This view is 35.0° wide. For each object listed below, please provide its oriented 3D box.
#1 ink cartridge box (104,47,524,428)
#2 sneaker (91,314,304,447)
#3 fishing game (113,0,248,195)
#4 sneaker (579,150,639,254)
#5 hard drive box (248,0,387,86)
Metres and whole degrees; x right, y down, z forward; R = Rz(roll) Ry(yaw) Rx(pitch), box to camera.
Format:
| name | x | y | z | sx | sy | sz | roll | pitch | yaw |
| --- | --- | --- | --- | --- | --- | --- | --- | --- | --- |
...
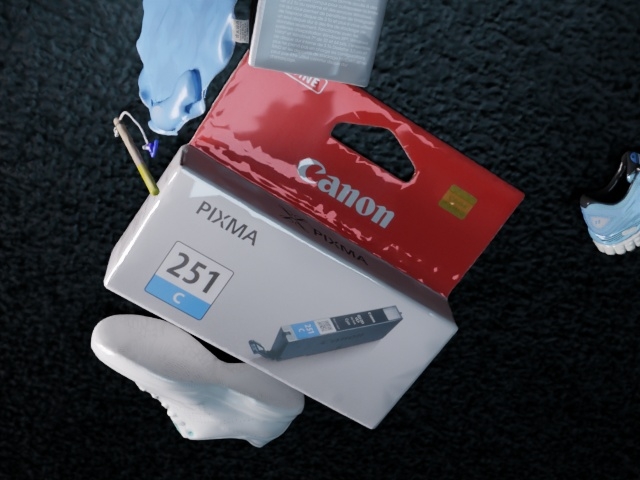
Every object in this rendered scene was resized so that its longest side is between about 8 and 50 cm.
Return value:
| name | x | y | z | sx | sy | sz | roll | pitch | yaw |
| --- | --- | --- | --- | --- | --- | --- | --- | --- | --- |
| ink cartridge box | 0.000 | 0.000 | 0.910 | 0.296 | 0.066 | 0.261 | 30 | 110 | -16 |
| sneaker | -0.127 | 0.146 | 0.965 | 0.212 | 0.080 | 0.094 | 25 | 122 | -16 |
| fishing game | -0.093 | -0.169 | 0.769 | 0.041 | 0.189 | 0.264 | 10 | 111 | -31 |
| sneaker | 0.306 | -0.055 | 0.908 | 0.162 | 0.063 | 0.073 | -36 | 108 | 11 |
| hard drive box | 0.010 | -0.251 | 0.735 | 0.089 | 0.181 | 0.232 | 9 | 112 | -8 |
